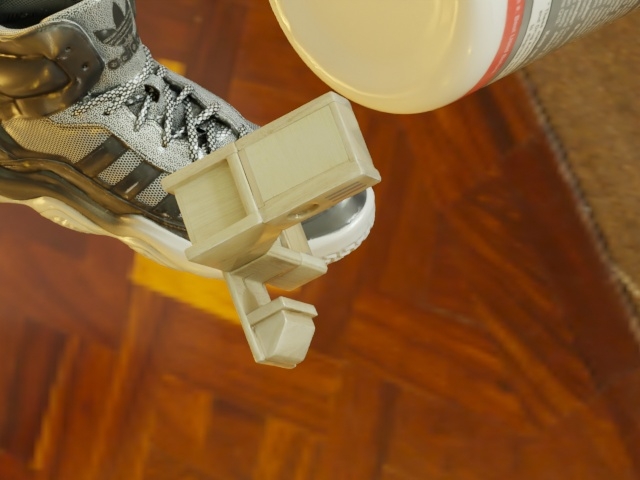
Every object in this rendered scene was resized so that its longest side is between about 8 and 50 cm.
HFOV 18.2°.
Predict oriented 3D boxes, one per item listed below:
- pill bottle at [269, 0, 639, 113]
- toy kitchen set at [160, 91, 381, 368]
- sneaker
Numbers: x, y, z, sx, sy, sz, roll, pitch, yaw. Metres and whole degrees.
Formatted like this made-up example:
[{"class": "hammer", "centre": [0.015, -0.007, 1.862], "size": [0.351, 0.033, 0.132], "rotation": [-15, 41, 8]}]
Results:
[{"class": "pill bottle", "centre": [0.146, -0.239, 1.420], "size": [0.210, 0.363, 0.210], "rotation": [23, 126, 36]}, {"class": "toy kitchen set", "centre": [0.000, 0.000, 0.730], "size": [0.075, 0.083, 0.068], "rotation": [-27, 72, 19]}, {"class": "sneaker", "centre": [-0.096, -0.074, 1.107], "size": [0.269, 0.101, 0.153], "rotation": [16, 137, 7]}]
